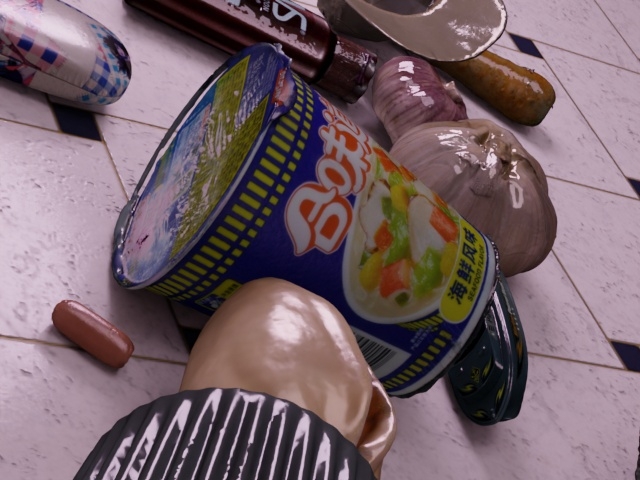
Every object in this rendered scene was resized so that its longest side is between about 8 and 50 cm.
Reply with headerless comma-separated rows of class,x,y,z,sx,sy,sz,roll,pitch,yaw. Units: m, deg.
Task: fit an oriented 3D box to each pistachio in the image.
pistachio,-0.042,0.162,1.529,0.193,0.214,0.318,59,13,-31

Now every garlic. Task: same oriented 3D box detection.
garlic,0.181,-0.057,2.130,0.228,0.152,0.228,27,23,-13
garlic,0.128,-0.168,2.273,0.147,0.102,0.159,50,17,-12

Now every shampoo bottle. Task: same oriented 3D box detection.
shampoo bottle,-0.083,-0.269,2.238,0.323,0.084,0.129,25,33,-18

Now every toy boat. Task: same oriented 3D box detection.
toy boat,0.167,0.110,1.924,0.103,0.093,0.246,29,29,-26

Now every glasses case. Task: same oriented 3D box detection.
glasses case,-0.351,-0.236,1.914,0.327,0.076,0.125,23,30,-23

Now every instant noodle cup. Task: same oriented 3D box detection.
instant noodle cup,0.000,0.000,1.764,0.312,0.284,0.284,32,28,-22

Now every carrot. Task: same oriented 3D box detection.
carrot,0.193,-0.254,2.524,0.298,0.078,0.078,28,29,-3

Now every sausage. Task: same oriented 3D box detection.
sausage,-0.206,0.084,1.634,0.083,0.034,0.034,35,29,2

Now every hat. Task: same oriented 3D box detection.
hat,0.117,-0.289,2.405,0.214,0.149,0.244,-14,58,-21

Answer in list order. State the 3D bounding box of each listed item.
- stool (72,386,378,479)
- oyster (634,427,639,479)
stool,-0.085,0.283,1.214,0.297,0.297,0.330,30,26,-8
oyster,0.448,0.288,1.891,0.158,0.162,0.351,-17,72,-28
